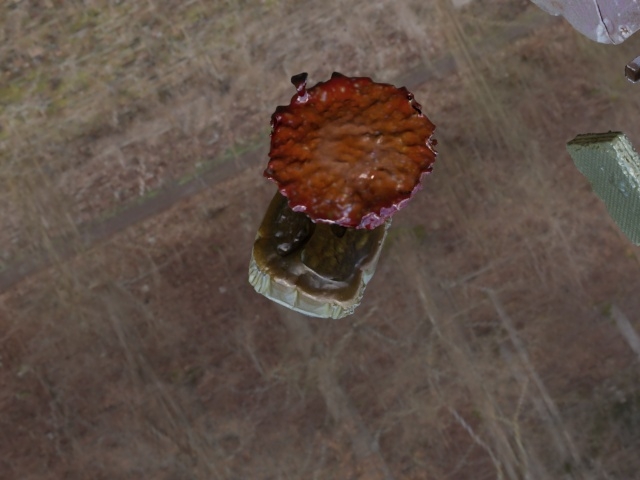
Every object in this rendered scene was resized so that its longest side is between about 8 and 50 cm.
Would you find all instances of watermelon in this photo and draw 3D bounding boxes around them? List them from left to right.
[{"bbox_3d":[0.548,-0.522,1.596,0.222,0.292,0.319,-40,166,-23],"label":"watermelon"}]

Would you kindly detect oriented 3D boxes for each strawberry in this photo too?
[{"bbox_3d":[0.042,-0.096,1.202,0.233,0.234,0.178,-28,154,-3],"label":"strawberry"}]

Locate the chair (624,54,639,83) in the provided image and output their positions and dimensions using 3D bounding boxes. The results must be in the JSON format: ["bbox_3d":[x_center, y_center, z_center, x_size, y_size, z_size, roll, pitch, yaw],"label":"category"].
[{"bbox_3d":[0.482,-0.272,0.888,0.326,0.175,0.183,137,-28,-62],"label":"chair"}]

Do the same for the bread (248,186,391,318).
[{"bbox_3d":[-0.001,0.001,1.388,0.110,0.192,0.210,108,6,-71],"label":"bread"}]

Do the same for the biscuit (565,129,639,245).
[{"bbox_3d":[0.441,-0.069,1.295,0.040,0.199,0.121,-42,-165,-12],"label":"biscuit"}]
